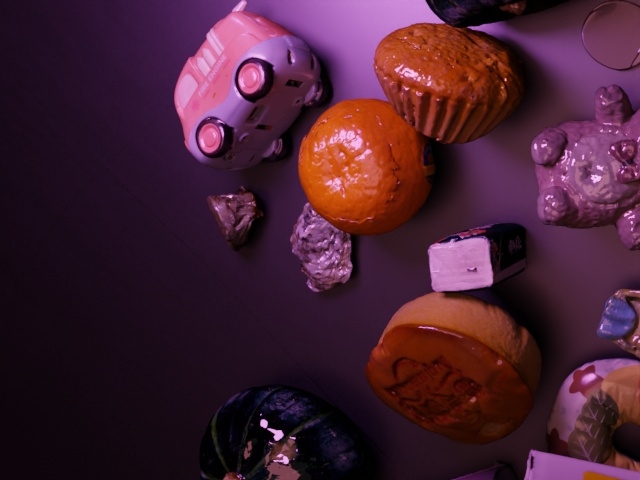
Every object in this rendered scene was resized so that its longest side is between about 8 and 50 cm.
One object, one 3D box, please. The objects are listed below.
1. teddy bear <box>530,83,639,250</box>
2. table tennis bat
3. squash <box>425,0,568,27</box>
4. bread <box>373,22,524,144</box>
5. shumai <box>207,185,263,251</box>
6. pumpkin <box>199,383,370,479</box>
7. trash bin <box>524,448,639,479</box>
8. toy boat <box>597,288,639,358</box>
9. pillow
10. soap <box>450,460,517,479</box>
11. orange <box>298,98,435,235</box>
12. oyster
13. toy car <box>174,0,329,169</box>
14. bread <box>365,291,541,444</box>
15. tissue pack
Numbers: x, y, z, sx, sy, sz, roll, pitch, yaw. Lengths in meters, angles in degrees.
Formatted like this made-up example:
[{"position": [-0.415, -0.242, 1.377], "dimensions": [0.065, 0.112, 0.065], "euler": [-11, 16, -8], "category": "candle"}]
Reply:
[{"position": [0.433, -0.103, 1.267], "dimensions": [0.267, 0.151, 0.236], "euler": [-7, 90, 34], "category": "teddy bear"}, {"position": [0.451, -0.284, 1.299], "dimensions": [0.158, 0.014, 0.095], "euler": [36, 113, 20], "category": "table tennis bat"}, {"position": [0.257, -0.392, 1.249], "dimensions": [0.252, 0.252, 0.165], "euler": [-11, 100, 30], "category": "squash"}, {"position": [0.186, -0.235, 1.332], "dimensions": [0.240, 0.240, 0.139], "euler": [26, 121, 22], "category": "bread"}, {"position": [-0.148, -0.047, 1.640], "dimensions": [0.087, 0.124, 0.099], "euler": [-28, 61, -9], "category": "shumai"}, {"position": [-0.077, 0.403, 1.588], "dimensions": [0.315, 0.238, 0.315], "euler": [8, 105, 32], "category": "pumpkin"}, {"position": [0.445, 0.475, 1.276], "dimensions": [0.367, 0.256, 0.296], "euler": [15, 115, 12], "category": "trash bin"}, {"position": [0.540, 0.150, 1.273], "dimensions": [0.276, 0.084, 0.111], "euler": [20, 94, 34], "category": "toy boat"}, {"position": [0.456, 0.289, 1.374], "dimensions": [0.214, 0.086, 0.233], "euler": [25, 108, 11], "category": "pillow"}, {"position": [0.239, 0.553, 1.520], "dimensions": [0.296, 0.107, 0.285], "euler": [-26, 87, 29], "category": "soap"}, {"position": [0.074, -0.117, 1.435], "dimensions": [0.219, 0.193, 0.219], "euler": [3, 101, 13], "category": "orange"}, {"position": [0.000, 0.000, 1.573], "dimensions": [0.125, 0.064, 0.177], "euler": [-12, 95, 26], "category": "oyster"}, {"position": [-0.139, -0.263, 1.540], "dimensions": [0.212, 0.180, 0.270], "euler": [50, 118, 24], "category": "toy car"}, {"position": [0.206, 0.200, 1.396], "dimensions": [0.270, 0.148, 0.270], "euler": [16, 137, 16], "category": "bread"}, {"position": [0.244, 0.025, 1.380], "dimensions": [0.103, 0.170, 0.090], "euler": [-7, 93, 30], "category": "tissue pack"}]
